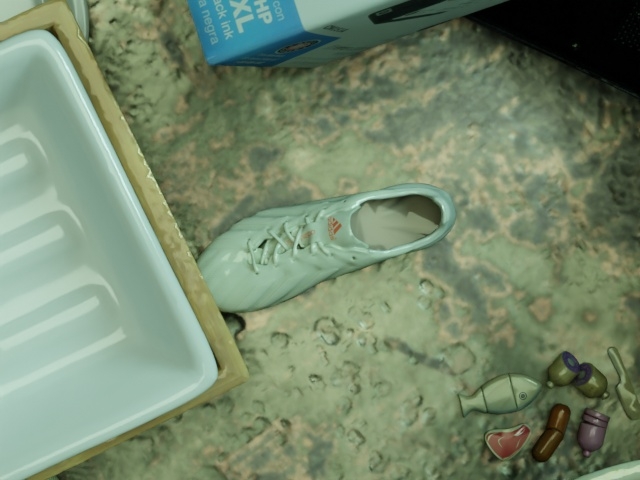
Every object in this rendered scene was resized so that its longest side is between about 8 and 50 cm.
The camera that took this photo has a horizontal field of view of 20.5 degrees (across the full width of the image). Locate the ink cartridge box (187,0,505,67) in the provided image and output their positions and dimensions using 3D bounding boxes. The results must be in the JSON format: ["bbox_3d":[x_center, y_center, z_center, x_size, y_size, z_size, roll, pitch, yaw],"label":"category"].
[{"bbox_3d":[0.082,-0.217,1.140,0.307,0.223,0.129,-17,88,19],"label":"ink cartridge box"}]

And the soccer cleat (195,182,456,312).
[{"bbox_3d":[0.000,0.000,1.246,0.196,0.076,0.068,-18,88,0],"label":"soccer cleat"}]

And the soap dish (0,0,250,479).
[{"bbox_3d":[-0.212,0.012,1.206,0.229,0.118,0.291,-26,98,-1],"label":"soap dish"}]

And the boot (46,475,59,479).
[{"bbox_3d":[-0.232,0.307,1.225,0.262,0.095,0.203,-39,89,-3],"label":"boot"}]

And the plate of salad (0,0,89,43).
[{"bbox_3d":[-0.266,-0.155,1.266,0.199,0.048,0.200,-1,96,-5],"label":"plate of salad"}]

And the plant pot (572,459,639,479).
[{"bbox_3d":[0.209,0.289,1.121,0.333,0.305,0.334,0,88,0],"label":"plant pot"}]

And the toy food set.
[{"bbox_3d":[0.167,0.124,1.270,0.122,0.019,0.078,-22,88,-1],"label":"toy food set"}]

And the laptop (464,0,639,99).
[{"bbox_3d":[0.367,-0.224,1.285,0.408,0.236,0.382,30,87,30],"label":"laptop"}]
